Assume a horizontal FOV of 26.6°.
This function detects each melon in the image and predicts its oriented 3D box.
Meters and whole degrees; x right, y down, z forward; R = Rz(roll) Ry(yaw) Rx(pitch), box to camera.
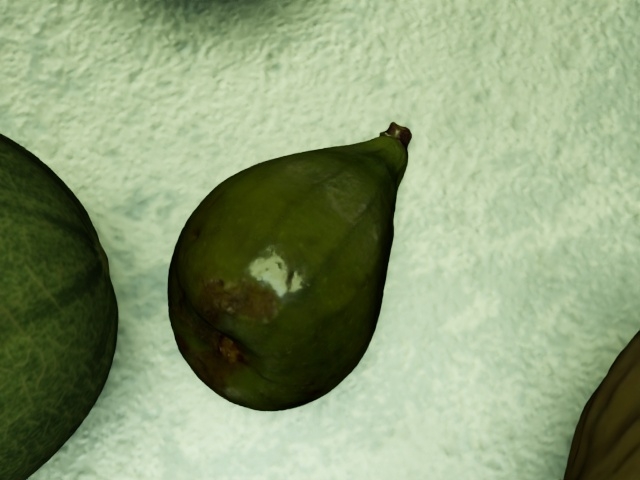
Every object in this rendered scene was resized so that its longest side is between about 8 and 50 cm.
[{"bbox_3d":[-0.256,0.044,0.694,0.301,0.237,0.238,-11,81,-1],"label":"melon"}]

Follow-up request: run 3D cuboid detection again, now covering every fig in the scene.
[{"bbox_3d":[-0.018,0.002,0.772,0.126,0.133,0.185,-3,42,15],"label":"fig"}]

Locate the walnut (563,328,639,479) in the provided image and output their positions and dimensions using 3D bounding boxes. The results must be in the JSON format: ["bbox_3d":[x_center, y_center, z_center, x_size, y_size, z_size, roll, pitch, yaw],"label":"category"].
[{"bbox_3d":[0.295,0.178,0.634,0.397,0.308,0.354,14,48,2],"label":"walnut"}]
